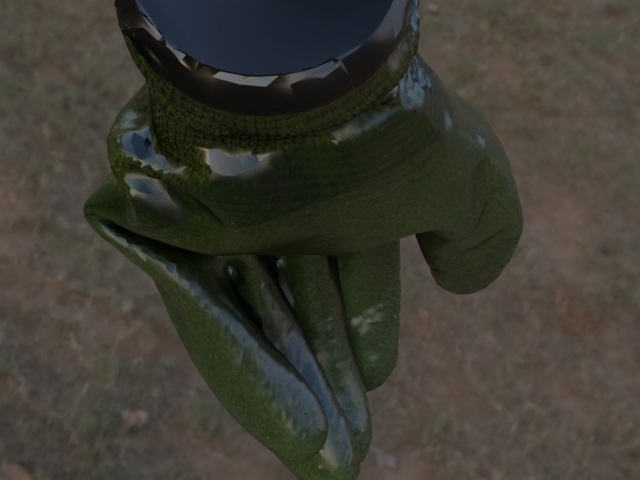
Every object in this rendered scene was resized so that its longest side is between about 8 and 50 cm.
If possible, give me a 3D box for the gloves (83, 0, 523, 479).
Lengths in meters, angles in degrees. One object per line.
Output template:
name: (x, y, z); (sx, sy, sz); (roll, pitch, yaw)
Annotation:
gloves: (-0.003, -0.013, 0.467); (0.135, 0.268, 0.107); (-13, 56, -2)
